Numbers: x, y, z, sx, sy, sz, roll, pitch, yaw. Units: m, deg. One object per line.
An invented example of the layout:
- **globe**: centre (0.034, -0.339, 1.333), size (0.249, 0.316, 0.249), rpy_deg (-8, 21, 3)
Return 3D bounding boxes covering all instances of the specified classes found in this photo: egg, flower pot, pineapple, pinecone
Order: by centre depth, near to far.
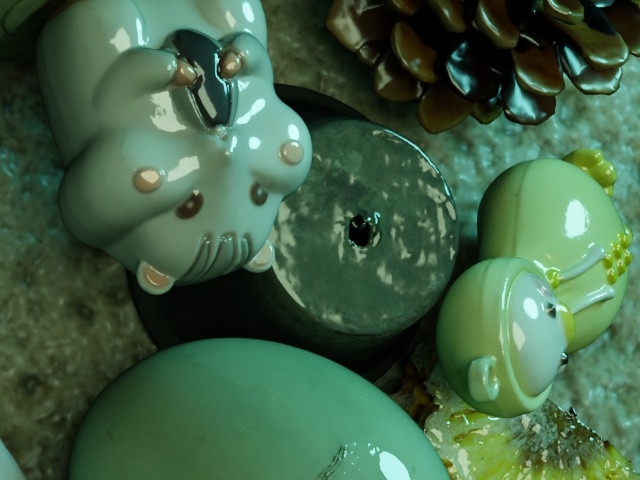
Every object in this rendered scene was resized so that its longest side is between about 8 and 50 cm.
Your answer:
- **egg**: centre (-0.037, 0.166, 1.238), size (0.203, 0.282, 0.203), rpy_deg (-19, 117, -41)
- **flower pot**: centre (0.000, 0.000, 1.338), size (0.235, 0.148, 0.235), rpy_deg (2, 85, -23)
- **pinecone**: centre (0.140, -0.199, 1.369), size (0.264, 0.264, 0.264), rpy_deg (3, 83, -23)
- **pineapple**: centre (0.131, 0.176, 1.413), size (0.233, 0.079, 0.135), rpy_deg (33, 70, -16)

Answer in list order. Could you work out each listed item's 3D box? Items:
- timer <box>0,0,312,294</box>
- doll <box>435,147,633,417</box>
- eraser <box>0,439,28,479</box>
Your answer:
- **timer**: centre (-0.107, -0.125, 1.204), size (0.290, 0.291, 0.315), rpy_deg (-13, 81, -24)
- **doll**: centre (0.151, 0.034, 1.365), size (0.117, 0.296, 0.141), rpy_deg (-4, 114, 16)
- **eraser**: centre (-0.253, 0.212, 1.228), size (0.189, 0.104, 0.290), rpy_deg (-37, 100, -26)
